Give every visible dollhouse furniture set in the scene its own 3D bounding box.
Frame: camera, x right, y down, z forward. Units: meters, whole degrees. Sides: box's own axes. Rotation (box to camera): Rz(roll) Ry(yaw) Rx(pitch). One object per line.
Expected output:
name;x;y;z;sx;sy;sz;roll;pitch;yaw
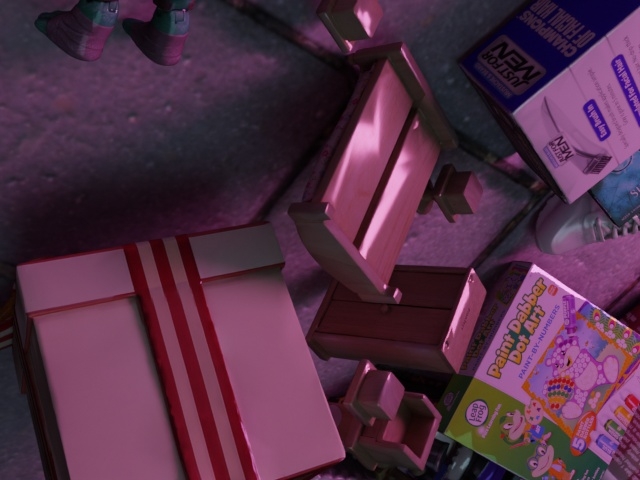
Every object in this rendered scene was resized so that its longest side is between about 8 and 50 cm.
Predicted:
dollhouse furniture set;0.000;0.000;0.770;0.355;0.174;0.303;51;52;-39

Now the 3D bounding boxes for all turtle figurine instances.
turtle figurine;-0.104;-0.231;0.557;0.175;0.118;0.234;9;130;-35

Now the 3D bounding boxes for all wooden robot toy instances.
wooden robot toy;0.107;0.326;1.186;0.173;0.076;0.079;-36;130;-35

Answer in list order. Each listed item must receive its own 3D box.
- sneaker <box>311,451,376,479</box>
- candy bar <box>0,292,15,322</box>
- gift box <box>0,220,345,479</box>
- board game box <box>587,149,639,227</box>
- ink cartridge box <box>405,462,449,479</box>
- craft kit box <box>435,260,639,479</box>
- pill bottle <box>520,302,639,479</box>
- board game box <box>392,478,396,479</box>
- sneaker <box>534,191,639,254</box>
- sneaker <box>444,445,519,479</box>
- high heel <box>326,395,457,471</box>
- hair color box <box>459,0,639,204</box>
sneaker;-0.061;0.349;1.110;0.281;0.105;0.115;1;104;-16
candy bar;-0.337;0.105;0.804;0.161;0.018;0.040;-41;140;11
gift box;-0.163;0.138;0.753;0.255;0.258;0.276;-8;159;-30
board game box;0.382;-0.121;0.940;0.186;0.026;0.126;-41;102;10
ink cartridge box;0.303;0.453;1.312;0.186;0.311;0.065;41;74;-46
craft kit box;0.303;0.194;1.072;0.246;0.061;0.250;31;82;-14
pill bottle;0.476;0.257;1.250;0.392;0.224;0.224;-42;136;11
board game box;0.150;0.555;1.356;0.046;0.213;0.317;-20;137;-11
sneaker;0.380;-0.045;1.009;0.235;0.095;0.090;-32;139;4
sneaker;0.315;0.256;1.164;0.293;0.146;0.102;-57;161;0
high heel;0.112;0.248;1.172;0.261;0.186;0.093;1;108;-71
hair color box;0.328;-0.213;0.814;0.339;0.110;0.185;-41;138;8
